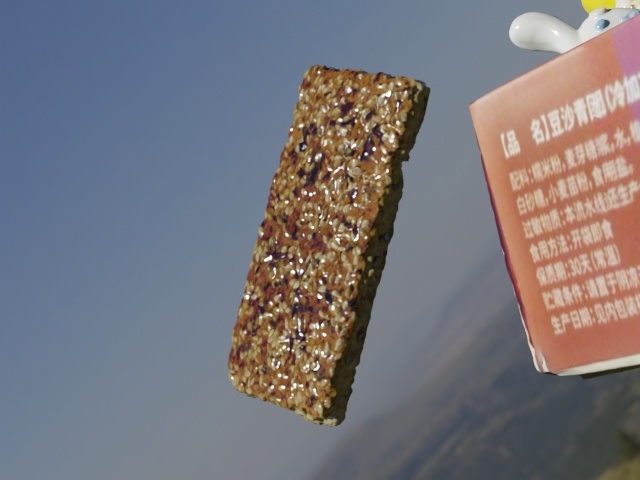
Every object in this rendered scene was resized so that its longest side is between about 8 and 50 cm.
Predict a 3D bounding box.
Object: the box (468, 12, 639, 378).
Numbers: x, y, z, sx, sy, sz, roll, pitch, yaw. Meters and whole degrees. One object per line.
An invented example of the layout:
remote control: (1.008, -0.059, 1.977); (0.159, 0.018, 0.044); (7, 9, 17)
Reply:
box: (0.291, -0.062, 0.674); (0.345, 0.122, 0.385); (-13, -5, -22)

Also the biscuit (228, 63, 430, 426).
biscuit: (0.000, 0.000, 1.302); (0.131, 0.025, 0.230); (13, 88, 55)

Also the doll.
doll: (0.173, -0.116, 1.113); (0.113, 0.135, 0.071); (-86, -8, -51)
